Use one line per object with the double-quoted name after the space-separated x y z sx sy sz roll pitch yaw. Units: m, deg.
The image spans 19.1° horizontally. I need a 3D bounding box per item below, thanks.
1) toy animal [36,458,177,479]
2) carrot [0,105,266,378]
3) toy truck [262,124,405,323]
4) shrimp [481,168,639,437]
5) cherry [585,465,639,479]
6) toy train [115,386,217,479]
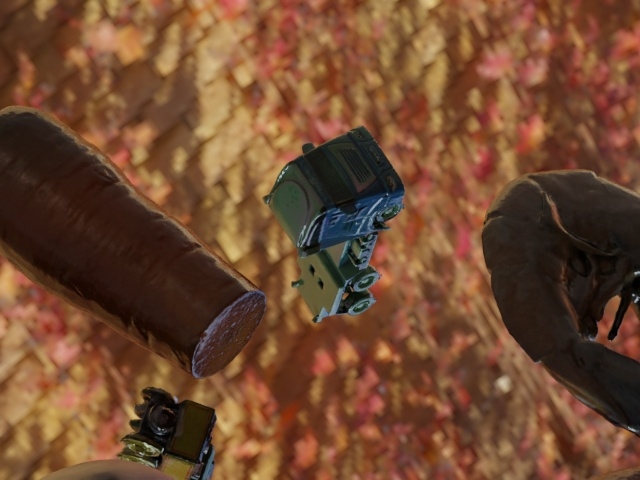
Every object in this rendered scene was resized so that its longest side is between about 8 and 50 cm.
-0.074 0.263 0.995 0.251 0.310 0.251 -40 177 -2 "toy animal"
-0.123 0.003 1.066 0.087 0.193 0.087 -48 168 -13 "carrot"
0.000 0.000 1.336 0.081 0.175 0.067 -20 -119 -25 "toy truck"
0.212 0.062 1.162 0.178 0.289 0.075 -29 162 -42 "shrimp"
0.200 0.270 1.399 0.250 0.175 0.192 -58 -177 -1 "cherry"
-0.123 0.173 1.541 0.202 0.081 0.060 115 -6 -69 "toy train"
